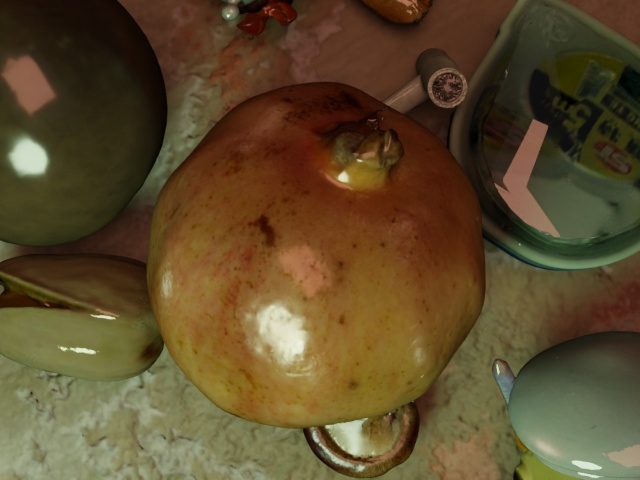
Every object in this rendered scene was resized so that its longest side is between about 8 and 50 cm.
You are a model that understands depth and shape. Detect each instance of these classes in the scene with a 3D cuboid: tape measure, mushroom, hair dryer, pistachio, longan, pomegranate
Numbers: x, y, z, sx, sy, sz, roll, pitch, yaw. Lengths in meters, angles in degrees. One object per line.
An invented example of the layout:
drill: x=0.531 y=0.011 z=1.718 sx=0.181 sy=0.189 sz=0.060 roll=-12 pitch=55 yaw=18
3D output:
tape measure: x=0.258 y=-0.101 z=1.166 sx=0.259 sy=0.138 sz=0.262 roll=33 pitch=82 yaw=6
mushroom: x=0.039 y=0.181 z=1.144 sx=0.127 sy=0.087 sz=0.127 roll=1 pitch=77 yaw=-2
hair dryer: x=0.069 y=-0.129 z=1.177 sx=0.183 sy=0.155 sz=0.044 roll=-37 pitch=102 yaw=10
pistachio: x=-0.250 y=0.074 z=1.138 sx=0.206 sy=0.131 sz=0.129 roll=6 pitch=73 yaw=4
longan: x=-0.294 y=-0.141 z=1.120 sx=0.300 sy=0.243 sz=0.300 roll=-8 pitch=77 yaw=35
pomegranate: x=0.000 y=0.000 z=1.038 sx=0.338 sy=0.338 sz=0.338 roll=0 pitch=81 yaw=-1

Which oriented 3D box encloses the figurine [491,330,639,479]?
figurine: x=0.304 y=0.278 z=1.079 sx=0.225 sy=0.205 sz=0.381 roll=-6 pitch=84 yaw=-7

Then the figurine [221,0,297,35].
figurine: x=-0.075 y=-0.332 z=1.180 sx=0.184 sy=0.160 sz=0.226 roll=-13 pitch=94 yaw=34

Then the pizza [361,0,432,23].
pizza: x=0.085 y=-0.402 z=1.238 sx=0.226 sy=0.086 sz=0.335 roll=-16 pitch=80 yaw=-2
